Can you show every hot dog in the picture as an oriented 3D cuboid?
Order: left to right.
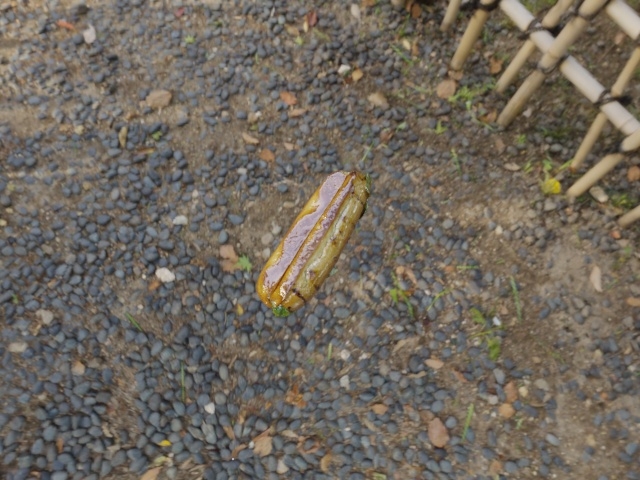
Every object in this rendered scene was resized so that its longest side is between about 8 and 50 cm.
[{"bbox_3d":[0.000,0.000,0.388,0.037,0.049,0.122,48,67,-34],"label":"hot dog"}]
